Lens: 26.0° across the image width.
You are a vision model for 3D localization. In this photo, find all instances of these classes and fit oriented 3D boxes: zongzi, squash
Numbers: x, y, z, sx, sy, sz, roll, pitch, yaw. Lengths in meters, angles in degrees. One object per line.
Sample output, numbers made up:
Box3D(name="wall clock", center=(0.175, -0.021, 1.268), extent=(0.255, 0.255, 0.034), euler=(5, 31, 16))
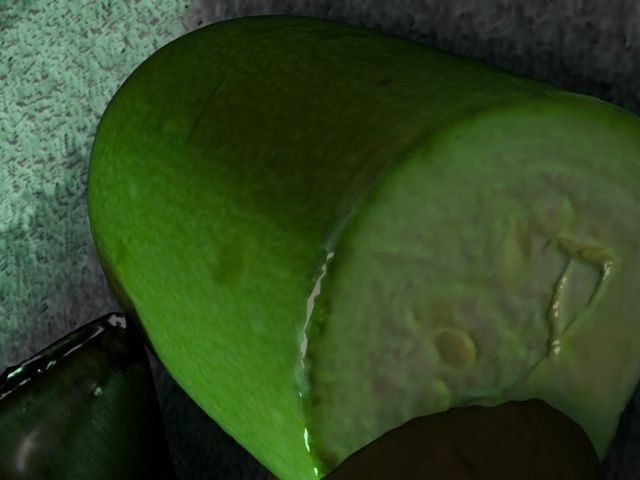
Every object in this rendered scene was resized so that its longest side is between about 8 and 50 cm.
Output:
Box3D(name="zongzi", center=(-0.217, 0.200, 0.886), extent=(0.362, 0.383, 0.319), euler=(35, 76, 31))
Box3D(name="squash", center=(0.000, 0.000, 0.732), extent=(0.309, 0.210, 0.233), euler=(28, 97, 58))

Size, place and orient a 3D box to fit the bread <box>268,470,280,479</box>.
Box3D(name="bread", center=(0.002, 0.132, 0.820), extent=(0.066, 0.060, 0.110), euler=(54, 133, 46))

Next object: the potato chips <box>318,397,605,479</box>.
Box3D(name="potato chips", center=(0.050, 0.147, 0.581), extent=(0.049, 0.202, 0.150), euler=(16, 109, 58))
